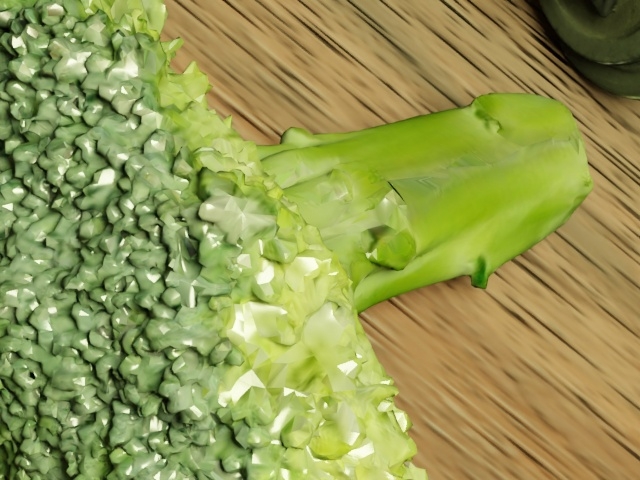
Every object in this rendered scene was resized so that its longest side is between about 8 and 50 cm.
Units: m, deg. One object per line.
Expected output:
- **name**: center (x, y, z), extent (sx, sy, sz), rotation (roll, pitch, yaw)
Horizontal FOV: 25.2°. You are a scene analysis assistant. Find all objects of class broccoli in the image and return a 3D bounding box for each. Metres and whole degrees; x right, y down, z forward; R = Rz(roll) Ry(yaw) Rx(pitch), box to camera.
- **broccoli**: center (-0.009, 0.034, 0.748), extent (0.397, 0.275, 0.353), rotation (21, 79, -38)

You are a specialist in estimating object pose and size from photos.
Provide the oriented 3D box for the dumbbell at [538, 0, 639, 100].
- **dumbbell**: center (0.259, -0.203, 0.951), extent (0.290, 0.192, 0.192), rotation (-18, 78, -30)
